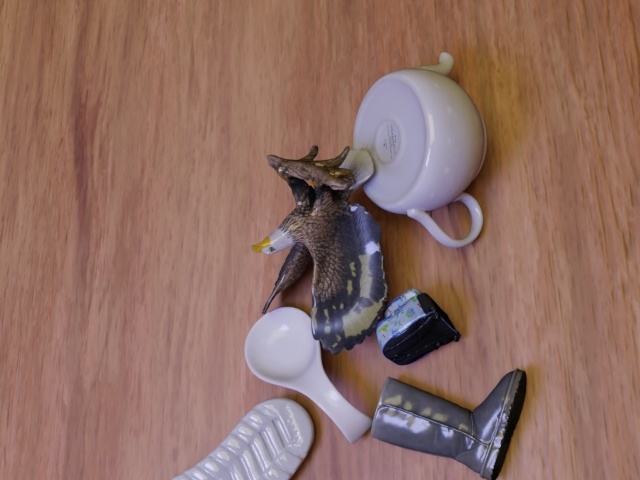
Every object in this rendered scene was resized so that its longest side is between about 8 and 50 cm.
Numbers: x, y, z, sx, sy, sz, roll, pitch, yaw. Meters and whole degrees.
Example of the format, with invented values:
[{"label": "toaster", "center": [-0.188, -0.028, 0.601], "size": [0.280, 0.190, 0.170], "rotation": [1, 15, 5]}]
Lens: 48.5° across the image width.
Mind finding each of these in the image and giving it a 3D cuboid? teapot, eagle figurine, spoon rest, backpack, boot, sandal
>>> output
[{"label": "teapot", "center": [0.186, -0.156, 1.178], "size": [0.252, 0.187, 0.256], "rotation": [50, 132, 46]}, {"label": "eagle figurine", "center": [-0.011, 0.003, 1.166], "size": [0.225, 0.298, 0.226], "rotation": [-7, 29, 6]}, {"label": "spoon rest", "center": [-0.025, 0.218, 1.196], "size": [0.137, 0.084, 0.276], "rotation": [-45, 58, -6]}, {"label": "backpack", "center": [0.147, 0.142, 1.149], "size": [0.114, 0.105, 0.084], "rotation": [-37, 41, 12]}, {"label": "boot", "center": [0.199, 0.259, 1.115], "size": [0.208, 0.076, 0.189], "rotation": [18, 80, 33]}, {"label": "sandal", "center": [-0.170, 0.440, 1.203], "size": [0.416, 0.102, 0.169], "rotation": [-39, 78, -6]}]
